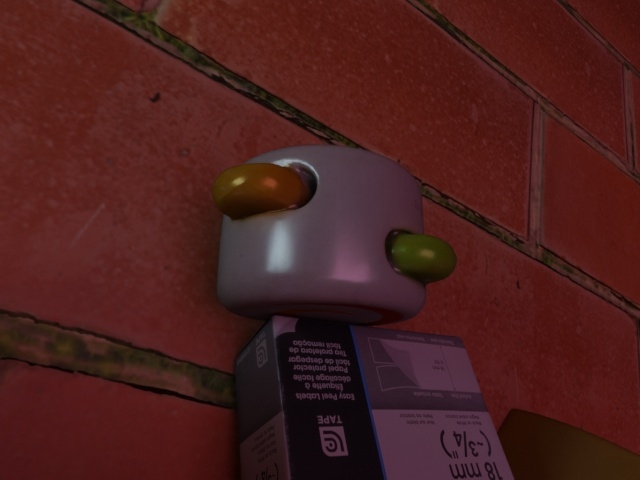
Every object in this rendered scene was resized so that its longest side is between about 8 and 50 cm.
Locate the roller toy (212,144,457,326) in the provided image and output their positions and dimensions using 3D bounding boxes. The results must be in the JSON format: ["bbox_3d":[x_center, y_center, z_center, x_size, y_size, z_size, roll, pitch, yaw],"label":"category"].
[{"bbox_3d":[0.000,0.000,0.444,0.209,0.191,0.146,6,72,-13],"label":"roller toy"}]

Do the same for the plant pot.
[{"bbox_3d":[0.316,0.355,0.546,0.212,0.187,0.212,-38,97,-34],"label":"plant pot"}]

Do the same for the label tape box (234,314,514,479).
[{"bbox_3d":[0.062,0.244,0.399,0.241,0.106,0.333,12,48,-29],"label":"label tape box"}]
